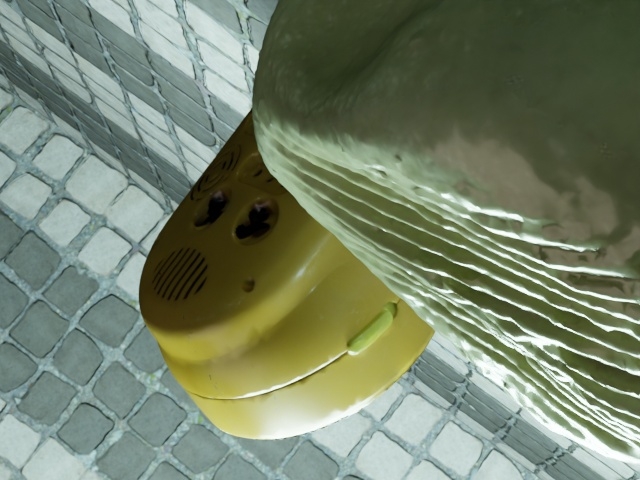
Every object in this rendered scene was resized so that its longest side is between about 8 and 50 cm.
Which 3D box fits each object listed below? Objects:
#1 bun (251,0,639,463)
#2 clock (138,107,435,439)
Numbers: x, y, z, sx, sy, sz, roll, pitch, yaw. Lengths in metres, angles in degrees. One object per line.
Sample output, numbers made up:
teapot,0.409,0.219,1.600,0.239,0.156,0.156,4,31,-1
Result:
bun,0.144,-0.046,0.752,0.349,0.227,0.352,30,164,35
clock,0.000,0.000,1.161,0.200,0.317,0.244,52,164,-28
